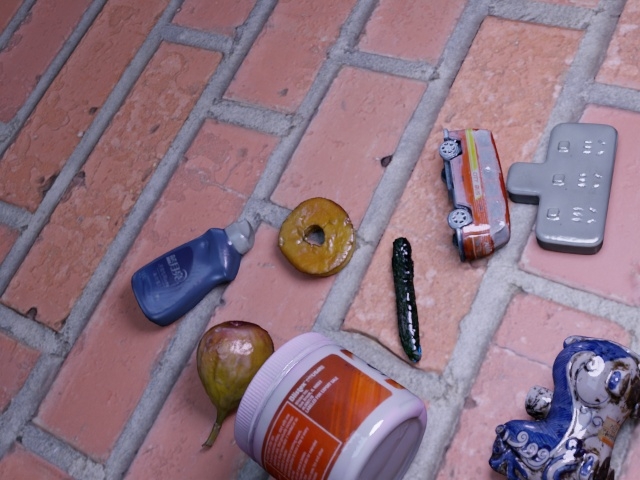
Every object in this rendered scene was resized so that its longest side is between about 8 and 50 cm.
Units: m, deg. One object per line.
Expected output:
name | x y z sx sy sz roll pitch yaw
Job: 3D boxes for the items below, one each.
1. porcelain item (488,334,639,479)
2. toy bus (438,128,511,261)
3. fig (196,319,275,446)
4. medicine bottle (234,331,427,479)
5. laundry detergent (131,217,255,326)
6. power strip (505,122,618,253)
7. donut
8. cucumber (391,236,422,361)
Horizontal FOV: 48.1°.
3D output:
porcelain item | 0.407 0.290 1.181 0.186 0.138 0.288 15 74 45
toy bus | 0.303 -0.092 1.412 0.119 0.121 0.265 -8 62 10
fig | -0.186 0.283 1.410 0.159 0.159 0.257 17 89 27
medicine bottle | 0.021 0.321 1.227 0.241 0.252 0.252 29 78 29
laundry detergent | -0.266 0.057 1.564 0.290 0.094 0.143 -35 54 2
power strip | 0.461 -0.108 1.391 0.193 0.059 0.265 7 68 23
donut | 0.000 0.000 1.511 0.162 0.065 0.178 -38 59 5
cucumber | 0.167 0.113 1.401 0.044 0.043 0.257 -14 61 20
